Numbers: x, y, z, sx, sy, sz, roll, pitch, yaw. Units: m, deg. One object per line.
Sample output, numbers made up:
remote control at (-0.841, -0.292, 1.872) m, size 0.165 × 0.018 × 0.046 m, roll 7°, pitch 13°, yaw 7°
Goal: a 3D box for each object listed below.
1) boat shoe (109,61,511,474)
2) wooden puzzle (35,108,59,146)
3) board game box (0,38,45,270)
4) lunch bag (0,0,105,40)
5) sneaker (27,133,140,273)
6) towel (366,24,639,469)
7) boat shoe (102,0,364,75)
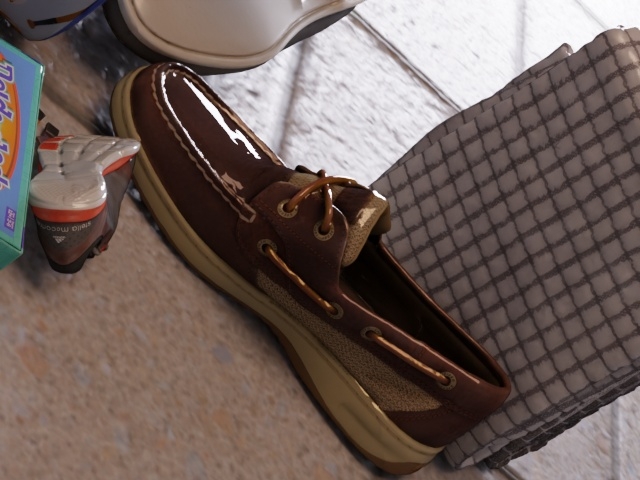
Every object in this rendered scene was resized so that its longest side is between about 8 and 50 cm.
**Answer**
boat shoe at (0.000, 0.000, 1.337) m, size 0.342 × 0.123 × 0.123 m, roll 52°, pitch 30°, yaw -3°
wooden puzzle at (-0.204, -0.087, 1.258) m, size 0.083 × 0.006 × 0.049 m, roll 49°, pitch 30°, yaw -10°
board game box at (-0.261, -0.088, 1.133) m, size 0.210 × 0.047 × 0.160 m, roll 32°, pitch 39°, yaw -31°
lunch bag at (-0.138, -0.291, 1.327) m, size 0.115 × 0.243 × 0.303 m, roll 38°, pitch 34°, yaw -26°
sneaker at (-0.152, -0.024, 1.232) m, size 0.158 × 0.061 × 0.065 m, roll -67°, pitch 159°, yaw -68°
towel at (0.172, 0.006, 1.416) m, size 0.121 × 0.283 × 0.235 m, roll 7°, pitch 54°, yaw -53°
boat shoe at (-0.072, -0.180, 1.480) m, size 0.335 × 0.095 × 0.112 m, roll -26°, pitch 96°, yaw -56°
